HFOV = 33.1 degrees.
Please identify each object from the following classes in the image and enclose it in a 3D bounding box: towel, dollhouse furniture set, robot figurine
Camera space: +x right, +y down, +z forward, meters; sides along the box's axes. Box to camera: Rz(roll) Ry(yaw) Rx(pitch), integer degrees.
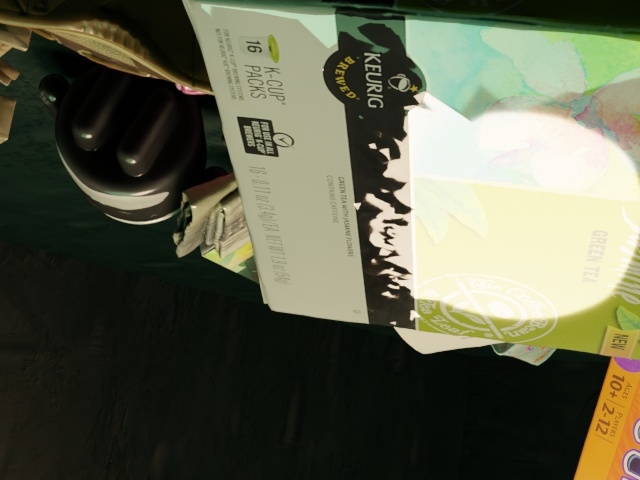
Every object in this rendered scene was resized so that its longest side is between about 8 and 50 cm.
[{"bbox_3d":[-0.022,-0.066,1.271,0.324,0.056,0.312,-24,176,-12],"label":"towel"},{"bbox_3d":[-0.390,-0.176,1.139,0.101,0.161,0.182,15,167,-30],"label":"dollhouse furniture set"},{"bbox_3d":[-0.222,-0.118,1.297,0.173,0.209,0.278,-21,172,-8],"label":"robot figurine"}]

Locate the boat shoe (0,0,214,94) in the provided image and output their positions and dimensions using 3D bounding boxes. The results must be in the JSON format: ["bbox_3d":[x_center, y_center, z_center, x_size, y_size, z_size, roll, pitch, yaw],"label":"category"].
[{"bbox_3d":[-0.160,-0.204,0.957,0.342,0.123,0.123,11,-177,-11],"label":"boat shoe"}]

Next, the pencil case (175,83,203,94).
[{"bbox_3d":[-0.046,-0.167,1.069,0.209,0.098,0.095,12,170,-9],"label":"pencil case"}]

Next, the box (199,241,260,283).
[{"bbox_3d":[0.000,0.000,1.662,0.232,0.058,0.322,-33,142,23],"label":"box"}]

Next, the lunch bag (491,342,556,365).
[{"bbox_3d":[0.284,0.043,1.641,0.160,0.262,0.223,-37,156,14],"label":"lunch bag"}]

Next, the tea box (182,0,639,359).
[{"bbox_3d":[0.118,-0.103,0.685,0.323,0.220,0.329,6,149,11],"label":"tea box"}]

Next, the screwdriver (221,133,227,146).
[{"bbox_3d":[-0.061,-0.145,1.444,0.170,0.025,0.024,-7,162,30],"label":"screwdriver"}]

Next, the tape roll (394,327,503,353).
[{"bbox_3d":[0.188,0.006,1.316,0.169,0.246,0.246,-12,159,33],"label":"tape roll"}]

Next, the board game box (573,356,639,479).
[{"bbox_3d":[0.617,0.267,1.540,0.356,0.356,0.356,25,-151,30],"label":"board game box"}]
